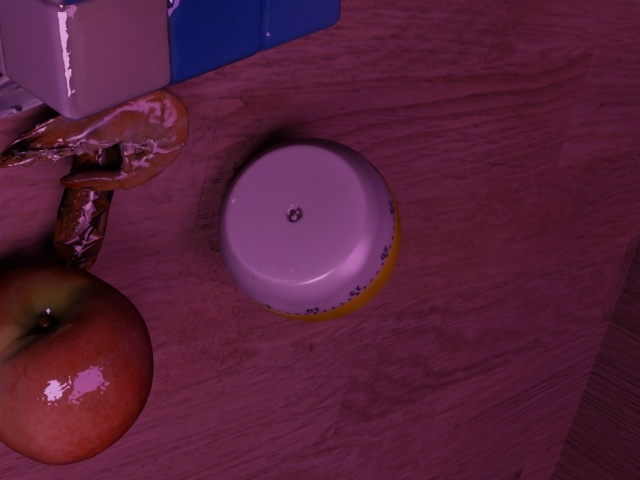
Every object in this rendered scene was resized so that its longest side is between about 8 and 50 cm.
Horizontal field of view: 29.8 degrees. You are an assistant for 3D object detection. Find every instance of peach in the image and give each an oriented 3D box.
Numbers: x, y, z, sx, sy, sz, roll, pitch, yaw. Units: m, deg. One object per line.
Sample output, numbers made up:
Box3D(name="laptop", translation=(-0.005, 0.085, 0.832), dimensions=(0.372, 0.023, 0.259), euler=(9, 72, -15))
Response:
Box3D(name="peach", translation=(-0.327, 0.155, 1.482), dimensions=(0.252, 0.252, 0.252), euler=(-31, 137, -34))

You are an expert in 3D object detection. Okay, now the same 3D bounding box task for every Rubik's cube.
Box3D(name="Rubik's cube", translation=(-0.203, -0.369, 1.144), dimensions=(0.346, 0.344, 0.347), euler=(-27, 134, -34))

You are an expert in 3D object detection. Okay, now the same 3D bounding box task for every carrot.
Box3D(name="carrot", translation=(-0.290, -0.068, 1.516), dimensions=(0.069, 0.069, 0.229), euler=(-5, 118, -50))

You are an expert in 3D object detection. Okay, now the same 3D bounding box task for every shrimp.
Box3D(name="shrimp", translation=(-0.269, -0.112, 1.453), dimensions=(0.236, 0.053, 0.133), euler=(-20, 136, -13))

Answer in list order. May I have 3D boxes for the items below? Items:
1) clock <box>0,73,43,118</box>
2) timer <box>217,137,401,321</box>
Box3D(name="clock", translation=(-0.297, -0.202, 1.323), dimensions=(0.236, 0.236, 0.053), euler=(-30, 93, -34))
Box3D(name="timer", translation=(0.000, 0.000, 1.773), dimensions=(0.285, 0.285, 0.285), euler=(-31, 137, -34))
